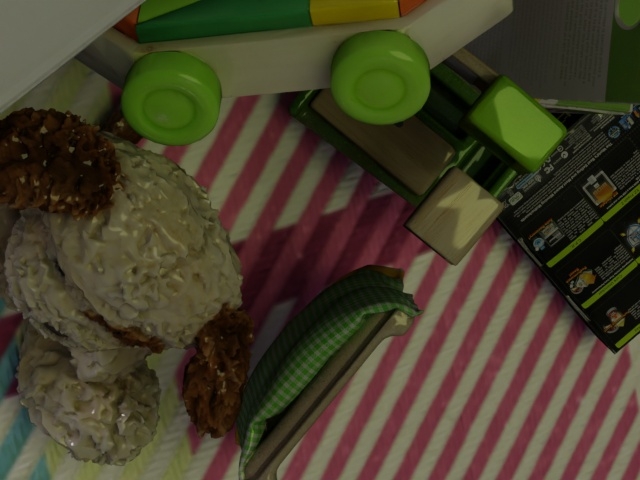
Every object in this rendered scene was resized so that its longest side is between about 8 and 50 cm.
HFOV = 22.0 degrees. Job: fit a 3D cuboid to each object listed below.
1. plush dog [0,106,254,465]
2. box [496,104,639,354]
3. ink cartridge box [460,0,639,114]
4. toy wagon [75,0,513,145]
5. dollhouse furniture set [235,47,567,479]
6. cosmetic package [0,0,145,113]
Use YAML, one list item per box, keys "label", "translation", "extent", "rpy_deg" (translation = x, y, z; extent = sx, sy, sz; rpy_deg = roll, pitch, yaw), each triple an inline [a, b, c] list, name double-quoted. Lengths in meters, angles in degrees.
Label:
- label: "plush dog"
  translation: [-0.128, 0.004, 0.986]
  extent: [0.210, 0.225, 0.262]
  rpy_deg: [-50, 117, -16]
- label: "box"
  translation: [0.243, -0.037, 1.272]
  extent: [0.191, 0.045, 0.184]
  rpy_deg: [-42, 118, 4]
- label: "ink cartridge box"
  translation: [0.190, -0.180, 1.134]
  extent: [0.097, 0.255, 0.188]
  rpy_deg: [3, 94, -31]
- label: "toy wagon"
  translation: [0.019, -0.176, 0.986]
  extent: [0.345, 0.267, 0.068]
  rpy_deg: [-5, 134, 9]
- label: "dollhouse furniture set"
  translation: [0.000, 0.000, 1.075]
  extent: [0.151, 0.197, 0.301]
  rpy_deg: [39, 91, 0]
- label: "cosmetic package"
  translation: [-0.234, -0.285, 0.776]
  extent: [0.327, 0.329, 0.393]
  rpy_deg: [-36, 116, 6]
